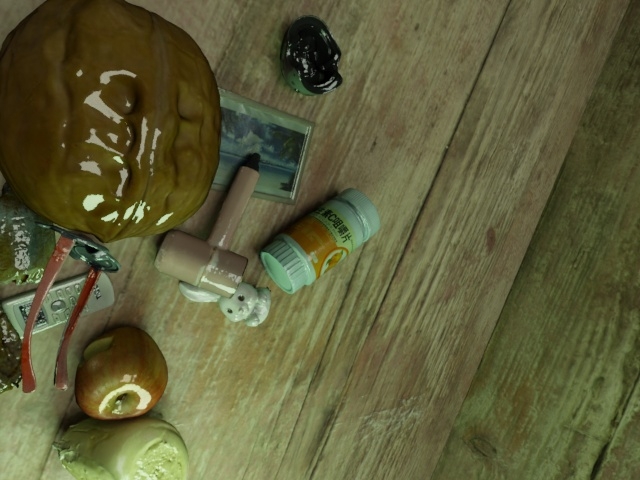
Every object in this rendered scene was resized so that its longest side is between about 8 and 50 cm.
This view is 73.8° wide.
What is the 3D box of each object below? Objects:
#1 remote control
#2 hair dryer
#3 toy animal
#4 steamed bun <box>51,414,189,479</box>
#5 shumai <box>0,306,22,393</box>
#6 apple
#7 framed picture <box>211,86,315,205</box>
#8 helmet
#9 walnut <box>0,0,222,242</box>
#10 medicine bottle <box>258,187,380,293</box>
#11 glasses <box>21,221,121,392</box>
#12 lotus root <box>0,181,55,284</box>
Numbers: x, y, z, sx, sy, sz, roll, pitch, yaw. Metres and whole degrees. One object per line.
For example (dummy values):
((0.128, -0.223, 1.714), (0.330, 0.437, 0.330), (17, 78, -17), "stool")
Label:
((-0.525, 0.125, 0.869), (0.190, 0.029, 0.087), (-20, 116, -32), "remote control")
((-0.227, -0.057, 0.987), (0.189, 0.107, 0.344), (24, 77, -13), "hair dryer")
((-0.225, 0.137, 1.051), (0.221, 0.131, 0.103), (27, 101, -38), "toy animal")
((-0.425, 0.475, 0.946), (0.166, 0.232, 0.273), (-59, 136, -44), "steamed bun")
((-0.653, 0.172, 0.725), (0.185, 0.184, 0.218), (-17, 134, 5), "shumai")
((-0.421, 0.276, 0.910), (0.199, 0.199, 0.199), (-13, 112, -35), "apple")
((-0.164, -0.221, 1.045), (0.315, 0.024, 0.232), (7, 101, -38), "framed picture")
((-0.034, -0.431, 1.031), (0.153, 0.107, 0.176), (-4, 88, -34), "helmet")
((-0.341, -0.192, 0.724), (0.354, 0.308, 0.397), (1, 95, -35), "walnut")
((0.000, 0.000, 1.159), (0.318, 0.158, 0.158), (-36, 124, -24), "medicine bottle")
((-0.460, 0.114, 0.739), (0.118, 0.234, 0.268), (21, 68, -11), "glasses")
((-0.542, -0.016, 0.765), (0.113, 0.088, 0.192), (-1, 90, -48), "lotus root")
